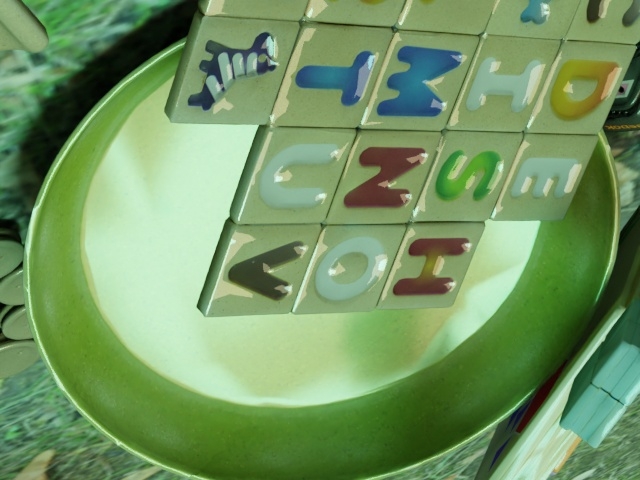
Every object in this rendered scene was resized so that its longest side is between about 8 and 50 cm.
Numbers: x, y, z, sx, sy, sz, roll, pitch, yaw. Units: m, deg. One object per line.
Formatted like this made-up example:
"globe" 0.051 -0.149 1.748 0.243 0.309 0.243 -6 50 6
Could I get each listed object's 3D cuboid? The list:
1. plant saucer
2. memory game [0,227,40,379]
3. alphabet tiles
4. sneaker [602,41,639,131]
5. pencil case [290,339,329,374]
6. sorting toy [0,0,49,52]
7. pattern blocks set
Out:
"plant saucer" 0.000 0.000 0.787 0.241 0.037 0.241 -6 126 -9
"memory game" -0.192 0.046 0.844 0.186 0.012 0.186 -21 157 -10
"alphabet tiles" 0.040 -0.074 0.676 0.198 0.009 0.237 -1 123 -37
"sneaker" 0.107 -0.072 0.798 0.178 0.077 0.072 -35 154 25
"pencil case" 0.024 0.036 0.950 0.088 0.086 0.206 -55 151 12
"sorting toy" -0.207 -0.065 0.566 0.208 0.038 0.193 -22 157 7
"pattern blocks set" 0.126 0.047 0.902 0.285 0.026 0.325 -58 177 36
